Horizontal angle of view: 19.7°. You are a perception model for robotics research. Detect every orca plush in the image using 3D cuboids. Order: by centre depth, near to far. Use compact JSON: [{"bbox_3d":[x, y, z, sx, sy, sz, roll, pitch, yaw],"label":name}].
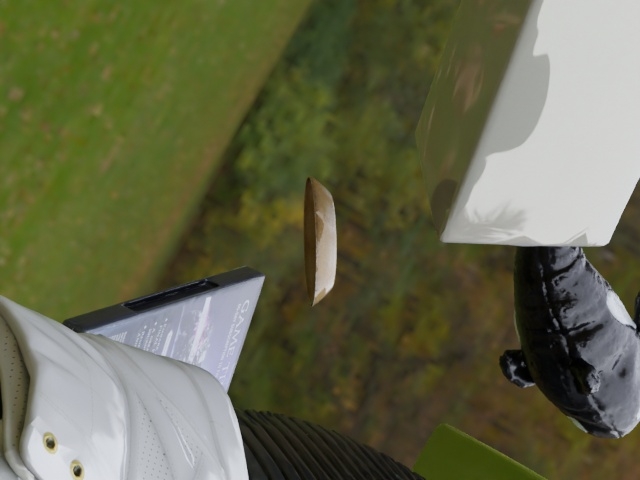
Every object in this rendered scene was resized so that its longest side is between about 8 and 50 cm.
[{"bbox_3d":[0.238,0.081,1.602,0.102,0.151,0.287,-108,-169,-54],"label":"orca plush"}]

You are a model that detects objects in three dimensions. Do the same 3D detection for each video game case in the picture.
[{"bbox_3d":[-0.143,0.130,1.439,0.274,0.026,0.196,-18,130,-64],"label":"video game case"}]

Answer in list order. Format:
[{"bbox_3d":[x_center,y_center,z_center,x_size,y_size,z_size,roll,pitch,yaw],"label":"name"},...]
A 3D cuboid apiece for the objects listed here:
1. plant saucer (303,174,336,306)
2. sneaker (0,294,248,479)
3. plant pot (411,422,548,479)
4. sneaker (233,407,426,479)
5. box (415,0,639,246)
[{"bbox_3d":[0.000,0.000,1.167,0.083,0.015,0.083,178,-90,-84],"label":"plant saucer"},{"bbox_3d":[-0.085,0.151,0.685,0.108,0.169,0.292,-36,-127,19],"label":"sneaker"},{"bbox_3d":[0.168,0.322,1.581,0.207,0.227,0.228,-53,-153,-8],"label":"plant pot"},{"bbox_3d":[0.043,0.201,0.933,0.146,0.330,0.122,-53,-150,8],"label":"sneaker"},{"bbox_3d":[0.140,-0.118,1.001,0.275,0.113,0.094,110,-23,-47],"label":"box"}]
